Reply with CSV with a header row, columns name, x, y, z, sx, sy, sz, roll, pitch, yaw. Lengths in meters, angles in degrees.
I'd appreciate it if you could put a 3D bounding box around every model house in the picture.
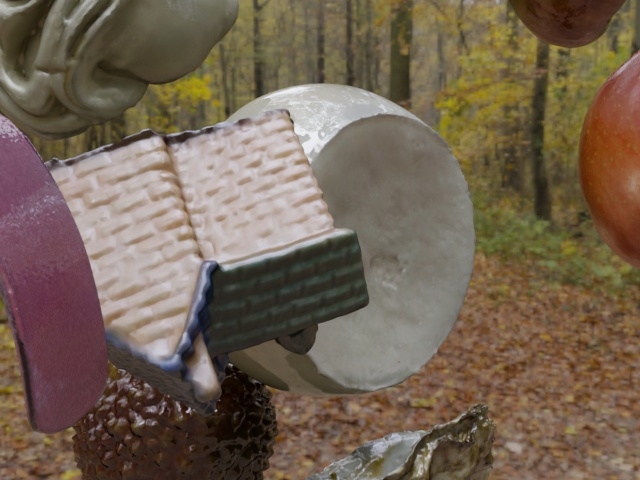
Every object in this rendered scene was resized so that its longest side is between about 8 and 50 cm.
name,x,y,z,sx,sy,sz,roll,pitch,yaw
model house,-0.070,0.029,0.531,0.183,0.172,0.166,-22,-25,-7

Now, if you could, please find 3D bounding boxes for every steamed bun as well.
name,x,y,z,sx,sy,sz,roll,pitch,yaw
steamed bun,0.000,0.000,0.804,0.324,0.324,0.206,-6,12,-43
steamed bun,-0.282,-0.296,0.879,0.310,0.219,0.324,-40,52,-16

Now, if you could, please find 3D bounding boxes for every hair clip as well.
name,x,y,z,sx,sy,sz,roll,pitch,yaw
hair clip,-0.117,0.009,0.310,0.022,0.137,0.054,-18,5,19

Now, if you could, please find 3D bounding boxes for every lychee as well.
name,x,y,z,sx,sy,sz,roll,pitch,yaw
lychee,-0.160,0.215,0.898,0.236,0.236,0.271,-5,-21,-35

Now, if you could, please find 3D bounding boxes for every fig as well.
name,x,y,z,sx,sy,sz,roll,pitch,yaw
fig,0.289,-0.318,0.939,0.149,0.148,0.202,26,10,-49

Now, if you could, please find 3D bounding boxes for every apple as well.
name,x,y,z,sx,sy,sz,roll,pitch,yaw
apple,0.241,-0.057,0.479,0.163,0.139,0.163,-14,-13,-3

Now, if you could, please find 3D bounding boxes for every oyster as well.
name,x,y,z,sx,sy,sz,roll,pitch,yaw
oyster,0.092,0.242,0.775,0.396,0.111,0.204,-10,-22,-46
